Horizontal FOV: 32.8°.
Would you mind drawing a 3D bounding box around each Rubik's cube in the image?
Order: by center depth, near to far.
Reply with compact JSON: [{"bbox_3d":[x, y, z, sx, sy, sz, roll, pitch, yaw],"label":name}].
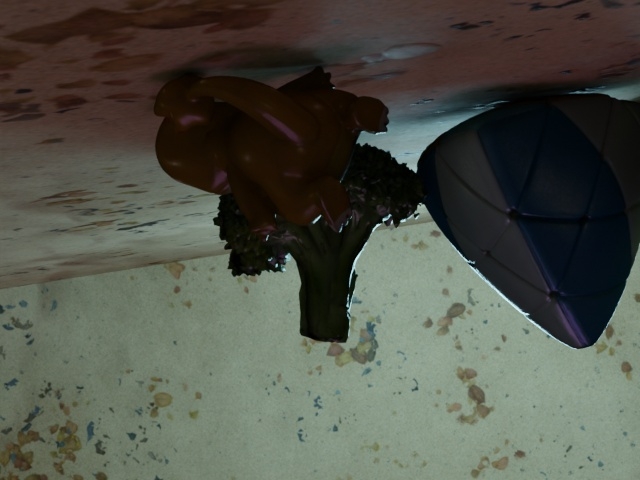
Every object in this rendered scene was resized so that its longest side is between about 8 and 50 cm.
[{"bbox_3d":[0.232,-0.026,0.998,0.254,0.255,0.254,-9,177,0],"label":"Rubik's cube"}]

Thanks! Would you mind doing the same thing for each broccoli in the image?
[{"bbox_3d":[0.000,0.000,1.006,0.219,0.194,0.194,-1,173,-37],"label":"broccoli"}]

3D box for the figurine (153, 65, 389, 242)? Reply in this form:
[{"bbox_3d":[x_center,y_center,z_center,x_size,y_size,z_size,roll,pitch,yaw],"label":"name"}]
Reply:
[{"bbox_3d":[-0.057,-0.068,0.693,0.122,0.121,0.176,29,163,-36],"label":"figurine"}]
